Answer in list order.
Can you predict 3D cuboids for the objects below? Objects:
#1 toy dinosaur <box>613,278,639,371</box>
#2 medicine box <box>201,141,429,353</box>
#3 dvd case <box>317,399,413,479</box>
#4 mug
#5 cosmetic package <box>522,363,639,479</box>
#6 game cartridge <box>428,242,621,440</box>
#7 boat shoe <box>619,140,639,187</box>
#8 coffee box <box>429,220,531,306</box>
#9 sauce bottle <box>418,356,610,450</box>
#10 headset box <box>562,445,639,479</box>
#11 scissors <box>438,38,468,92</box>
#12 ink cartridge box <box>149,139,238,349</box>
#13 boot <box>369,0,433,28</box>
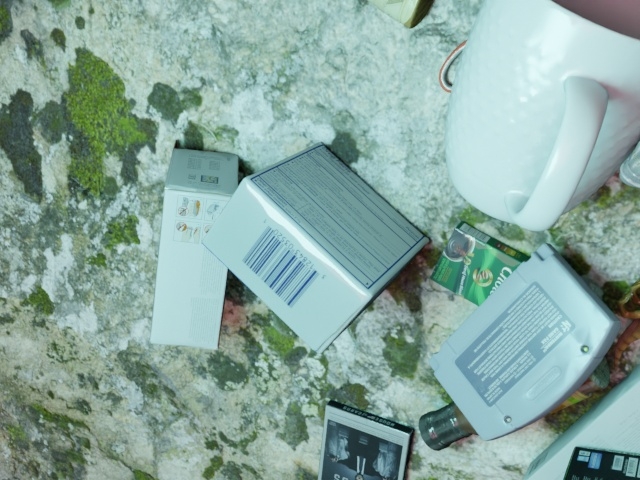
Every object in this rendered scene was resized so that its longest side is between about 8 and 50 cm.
[{"bbox_3d":[0.508,0.127,1.342,0.211,0.064,0.112,-40,89,33],"label":"toy dinosaur"},{"bbox_3d":[0.000,0.000,1.419,0.263,0.289,0.149,43,119,7],"label":"medicine box"},{"bbox_3d":[0.083,0.446,1.698,0.179,0.029,0.238,15,114,22],"label":"dvd case"},{"bbox_3d":[0.309,-0.168,1.156,0.276,0.374,0.328,19,127,-3],"label":"mug"},{"bbox_3d":[0.555,0.372,1.391,0.284,0.097,0.377,42,122,9],"label":"cosmetic package"},{"bbox_3d":[0.322,0.173,1.363,0.294,0.060,0.196,-50,55,25],"label":"game cartridge"},{"bbox_3d":[0.549,-0.112,1.136,0.103,0.320,0.118,120,140,-56],"label":"boat shoe"},{"bbox_3d":[0.288,0.059,1.441,0.184,0.040,0.113,31,118,13],"label":"coffee box"},{"bbox_3d":[0.319,0.268,1.464,0.344,0.111,0.111,-36,90,33],"label":"sauce bottle"},{"bbox_3d":[0.434,0.504,1.305,0.131,0.246,0.283,2,112,26],"label":"headset box"},{"bbox_3d":[0.299,-0.321,1.305,0.109,0.021,0.297,45,123,7],"label":"scissors"},{"bbox_3d":[-0.231,-0.002,1.603,0.130,0.272,0.309,6,115,-8],"label":"ink cartridge box"},{"bbox_3d":[0.107,-0.481,1.304,0.203,0.095,0.262,30,124,15],"label":"boot"}]
